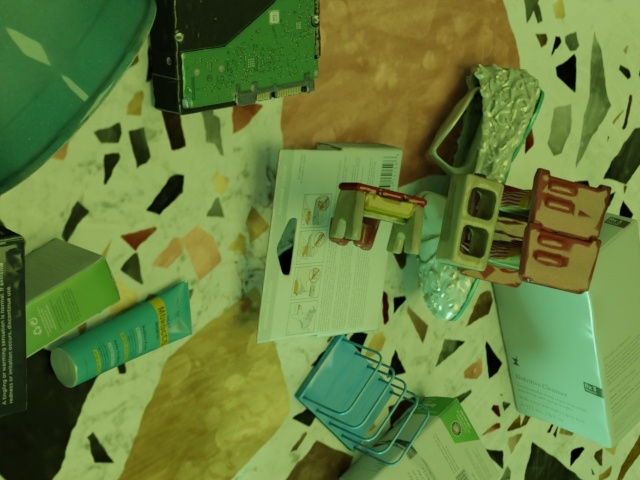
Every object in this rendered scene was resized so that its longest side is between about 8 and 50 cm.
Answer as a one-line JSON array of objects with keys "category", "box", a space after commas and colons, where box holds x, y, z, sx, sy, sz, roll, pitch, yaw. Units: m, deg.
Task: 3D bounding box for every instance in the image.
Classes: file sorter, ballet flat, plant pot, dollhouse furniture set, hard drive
[{"category": "file sorter", "box": [0.069, 0.244, 1.781, 0.118, 0.104, 0.170, -54, 132, -16]}, {"category": "ballet flat", "box": [0.212, -0.085, 1.822, 0.147, 0.147, 0.409, 28, 80, -44]}, {"category": "plant pot", "box": [-0.345, -0.223, 1.158, 0.255, 0.271, 0.272, 42, 73, -26]}, {"category": "dollhouse furniture set", "box": [0.181, -0.039, 1.621, 0.374, 0.201, 0.152, 13, 86, -22]}, {"category": "hard drive", "box": [-0.105, -0.338, 1.468, 0.236, 0.064, 0.339, -17, 113, -39]}]

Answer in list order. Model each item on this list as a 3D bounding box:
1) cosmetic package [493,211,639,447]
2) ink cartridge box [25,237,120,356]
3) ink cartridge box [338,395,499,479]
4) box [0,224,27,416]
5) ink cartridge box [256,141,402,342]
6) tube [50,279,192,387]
[{"category": "cosmetic package", "box": [0.427, 0.134, 2.010, 0.156, 0.217, 0.385, -36, 123, -30]}, {"category": "ink cartridge box", "box": [-0.344, 0.081, 1.339, 0.209, 0.109, 0.062, -33, 123, -32]}, {"category": "ink cartridge box", "box": [0.157, 0.375, 1.885, 0.219, 0.092, 0.160, -37, 106, -29]}, {"category": "box", "box": [-0.470, 0.066, 1.087, 0.294, 0.296, 0.183, -10, 110, -40]}, {"category": "ink cartridge box", "box": [0.000, 0.000, 1.673, 0.238, 0.060, 0.275, -3, 105, -42]}, {"category": "tube", "box": [-0.241, 0.120, 1.496, 0.207, 0.052, 0.080, -26, 129, -43]}]
